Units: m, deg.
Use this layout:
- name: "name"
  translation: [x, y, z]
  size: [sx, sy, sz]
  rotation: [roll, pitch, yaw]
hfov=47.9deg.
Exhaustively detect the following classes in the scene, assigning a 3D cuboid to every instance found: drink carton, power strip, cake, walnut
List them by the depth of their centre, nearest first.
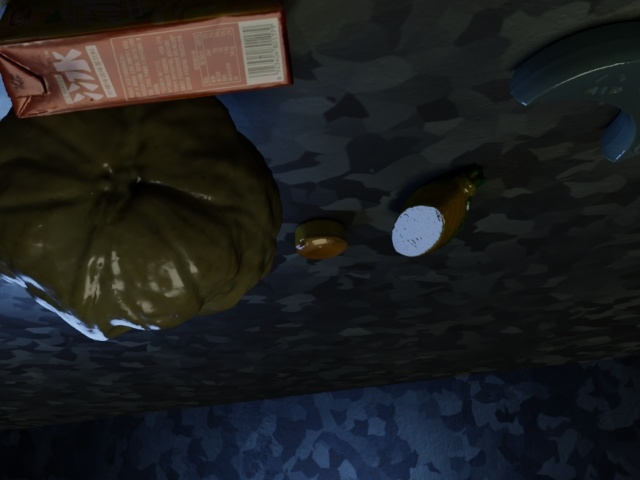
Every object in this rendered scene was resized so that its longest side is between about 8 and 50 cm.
- name: "drink carton"
  translation: [-0.139, -0.165, 0.591]
  size: [0.223, 0.096, 0.071]
  rotation: [-9, 131, -4]
- name: "walnut"
  translation: [-0.183, -0.036, 0.718]
  size: [0.282, 0.253, 0.277]
  rotation: [-13, 180, -1]
- name: "power strip"
  translation: [0.340, -0.158, 0.787]
  size: [0.253, 0.054, 0.167]
  rotation: [16, 151, -38]
- name: "cake"
  translation: [0.000, 0.000, 1.122]
  size: [0.084, 0.044, 0.084]
  rotation: [-5, 159, -2]

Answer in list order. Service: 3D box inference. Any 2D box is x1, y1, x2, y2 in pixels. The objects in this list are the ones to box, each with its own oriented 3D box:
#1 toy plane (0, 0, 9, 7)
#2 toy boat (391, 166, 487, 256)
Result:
- name: "toy plane"
  translation: [-0.203, -0.239, 0.493]
  size: [0.226, 0.058, 0.226]
  rotation: [9, 157, -31]
- name: "toy boat"
  translation: [0.160, -0.032, 1.048]
  size: [0.088, 0.089, 0.229]
  rotation: [-37, 173, -29]
